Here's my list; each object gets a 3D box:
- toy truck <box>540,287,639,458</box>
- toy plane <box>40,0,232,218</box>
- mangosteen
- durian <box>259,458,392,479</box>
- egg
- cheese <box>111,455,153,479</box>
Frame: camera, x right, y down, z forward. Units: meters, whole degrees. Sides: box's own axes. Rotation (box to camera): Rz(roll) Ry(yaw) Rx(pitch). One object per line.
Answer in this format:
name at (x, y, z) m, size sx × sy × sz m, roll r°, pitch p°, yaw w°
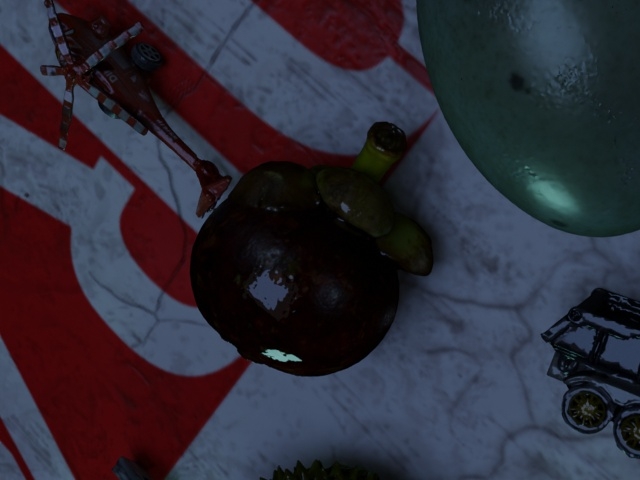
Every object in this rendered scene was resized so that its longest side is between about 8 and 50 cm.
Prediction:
toy truck at (0.234, 0.091, 0.612) m, size 0.192 × 0.083 × 0.092 m, roll 21°, pitch 106°, yaw 23°
toy plane at (-0.139, -0.112, 0.770) m, size 0.194 × 0.077 × 0.126 m, roll 26°, pitch 116°, yaw 12°
mangosteen at (-0.008, 0.003, 0.699) m, size 0.146 × 0.156 × 0.181 m, roll 6°, pitch 75°, yaw 52°
durian at (0.028, 0.221, 0.746) m, size 0.221 × 0.137 × 0.095 m, roll 10°, pitch 74°, yaw 33°
egg at (0.143, -0.118, 0.560) m, size 0.169 × 0.169 × 0.236 m, roll -11°, pitch 98°, yaw 29°
cheese at (-0.098, 0.262, 0.825) m, size 0.235 × 0.127 × 0.050 m, roll 37°, pitch 82°, yaw 27°
